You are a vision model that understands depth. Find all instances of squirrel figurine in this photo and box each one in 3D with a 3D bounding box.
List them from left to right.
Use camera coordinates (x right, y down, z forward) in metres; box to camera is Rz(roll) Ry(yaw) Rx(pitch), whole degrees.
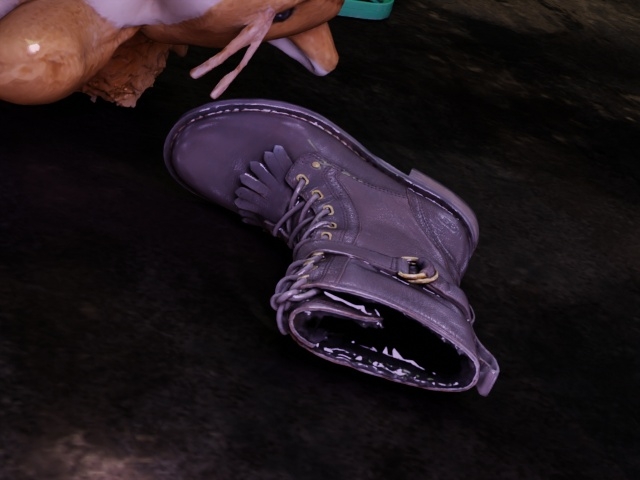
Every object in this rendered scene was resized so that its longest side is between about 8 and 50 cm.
[{"bbox_3d":[-0.165,-0.212,1.071,0.370,0.281,0.397,-6,11,-4],"label":"squirrel figurine"}]

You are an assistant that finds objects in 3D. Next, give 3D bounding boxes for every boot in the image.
[{"bbox_3d":[0.000,0.000,1.013,0.263,0.091,0.229,20,24,1],"label":"boot"}]

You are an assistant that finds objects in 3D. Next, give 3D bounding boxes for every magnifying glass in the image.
[{"bbox_3d":[-0.004,-0.262,1.655,0.092,0.026,0.231,32,26,28],"label":"magnifying glass"}]
